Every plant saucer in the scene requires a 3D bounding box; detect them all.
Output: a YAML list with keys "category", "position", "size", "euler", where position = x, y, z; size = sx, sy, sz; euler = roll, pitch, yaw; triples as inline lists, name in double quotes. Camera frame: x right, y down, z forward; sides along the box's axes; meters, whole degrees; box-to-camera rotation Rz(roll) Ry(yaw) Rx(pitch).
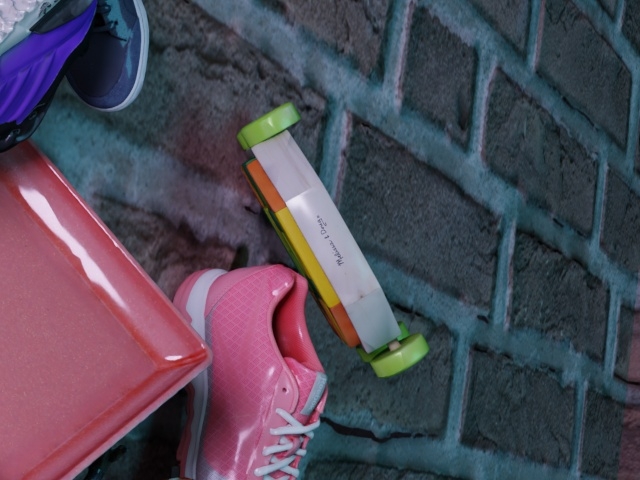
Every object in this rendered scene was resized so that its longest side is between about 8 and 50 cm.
- category: "plant saucer"
  position: [-0.228, 0.045, 1.112]
  size: [0.258, 0.047, 0.259]
  euler: [49, 33, 1]

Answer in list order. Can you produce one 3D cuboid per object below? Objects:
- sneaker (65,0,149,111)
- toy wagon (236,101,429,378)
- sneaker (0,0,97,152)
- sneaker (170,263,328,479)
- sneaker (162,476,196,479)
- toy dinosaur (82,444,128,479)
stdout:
- category: "sneaker"
  position: [-0.201, -0.207, 1.209]
  size: [0.163, 0.086, 0.226]
  euler: [-22, 104, -74]
- category: "toy wagon"
  position: [0.000, 0.000, 1.571]
  size: [0.267, 0.068, 0.344]
  euler: [61, -4, -4]
- category: "sneaker"
  position: [-0.251, -0.098, 1.088]
  size: [0.293, 0.102, 0.146]
  euler: [-44, 155, -31]
- category: "sneaker"
  position: [-0.055, 0.166, 1.452]
  size: [0.116, 0.136, 0.314]
  euler: [16, 63, -56]
- category: "sneaker"
  position: [-0.146, 0.257, 1.338]
  size: [0.175, 0.067, 0.064]
  euler: [-38, 153, -53]
- category: "toy dinosaur"
  position: [-0.216, 0.212, 1.279]
  size: [0.268, 0.064, 0.118]
  euler: [0, 111, -67]
